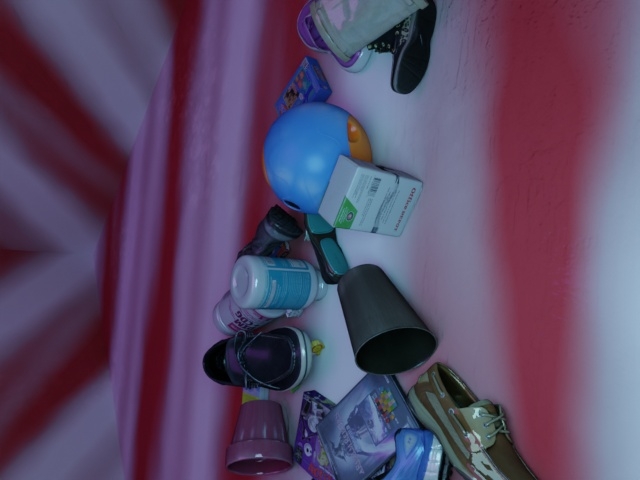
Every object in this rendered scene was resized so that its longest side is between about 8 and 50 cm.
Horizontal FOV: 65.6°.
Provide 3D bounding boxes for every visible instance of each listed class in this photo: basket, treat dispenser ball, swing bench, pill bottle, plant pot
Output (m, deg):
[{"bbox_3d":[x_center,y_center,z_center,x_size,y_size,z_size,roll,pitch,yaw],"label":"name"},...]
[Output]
[{"bbox_3d":[0.132,0.173,1.155,0.154,0.204,0.227,-64,33,29],"label":"basket"},{"bbox_3d":[-0.009,-0.212,1.292,0.288,0.288,0.289,-10,77,51],"label":"treat dispenser ball"},{"bbox_3d":[0.116,-0.622,1.207,0.253,0.165,0.255,-22,46,40],"label":"swing bench"},{"bbox_3d":[-0.108,0.121,1.392,0.146,0.263,0.147,-12,75,51],"label":"pill bottle"},{"bbox_3d":[-0.231,0.212,1.622,0.283,0.160,0.161,-34,59,45],"label":"pill bottle"},{"bbox_3d":[-0.181,0.589,1.497,0.201,0.201,0.180,-44,36,40],"label":"plant pot"}]

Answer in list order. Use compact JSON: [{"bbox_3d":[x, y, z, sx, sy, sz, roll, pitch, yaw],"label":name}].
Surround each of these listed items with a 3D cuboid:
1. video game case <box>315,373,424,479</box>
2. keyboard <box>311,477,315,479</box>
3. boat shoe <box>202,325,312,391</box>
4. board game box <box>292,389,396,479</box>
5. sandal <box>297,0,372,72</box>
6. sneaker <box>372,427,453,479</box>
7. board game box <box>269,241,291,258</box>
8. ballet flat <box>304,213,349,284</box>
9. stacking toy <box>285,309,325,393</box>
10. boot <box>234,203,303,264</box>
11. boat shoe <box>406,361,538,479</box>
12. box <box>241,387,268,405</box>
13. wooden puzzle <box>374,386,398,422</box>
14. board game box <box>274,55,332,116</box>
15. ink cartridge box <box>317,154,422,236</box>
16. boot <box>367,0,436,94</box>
[{"bbox_3d":[0.108,0.452,1.201,0.274,0.026,0.196,-50,41,19],"label":"video game case"},{"bbox_3d":[0.053,0.770,1.285,0.317,0.033,0.202,15,98,53],"label":"keyboard"},{"bbox_3d":[-0.201,0.363,1.495,0.500,0.155,0.187,-19,71,49],"label":"boat shoe"},{"bbox_3d":[0.052,0.560,1.304,0.346,0.056,0.209,14,101,52],"label":"board game box"},{"bbox_3d":[0.019,-0.632,1.465,0.416,0.102,0.170,50,123,43],"label":"sandal"},{"bbox_3d":[0.184,0.556,1.047,0.147,0.129,0.331,6,82,34],"label":"sneaker"},{"bbox_3d":[-0.199,0.049,1.712,0.281,0.027,0.145,-45,51,39],"label":"board game box"},{"bbox_3d":[0.000,0.000,1.415,0.096,0.095,0.281,-51,47,51],"label":"ballet flat"},{"bbox_3d":[-0.082,0.327,1.503,0.167,0.052,0.221,55,127,40],"label":"stacking toy"},{"bbox_3d":[-0.164,0.017,1.466,0.223,0.118,0.338,-50,4,3],"label":"boot"},{"bbox_3d":[0.296,0.363,0.958,0.324,0.122,0.120,42,114,46],"label":"boat shoe"},{"bbox_3d":[-0.218,0.509,1.658,0.109,0.042,0.179,-6,79,51],"label":"box"},{"bbox_3d":[0.154,0.379,1.159,0.049,0.006,0.083,-49,41,20],"label":"wooden puzzle"},{"bbox_3d":[-0.061,-0.453,1.587,0.210,0.047,0.160,-46,52,38],"label":"board game box"},{"bbox_3d":[0.120,-0.101,1.177,0.087,0.208,0.153,45,119,49],"label":"ink cartridge box"},{"bbox_3d":[0.186,-0.475,1.245,0.178,0.085,0.237,15,90,54],"label":"boot"}]
